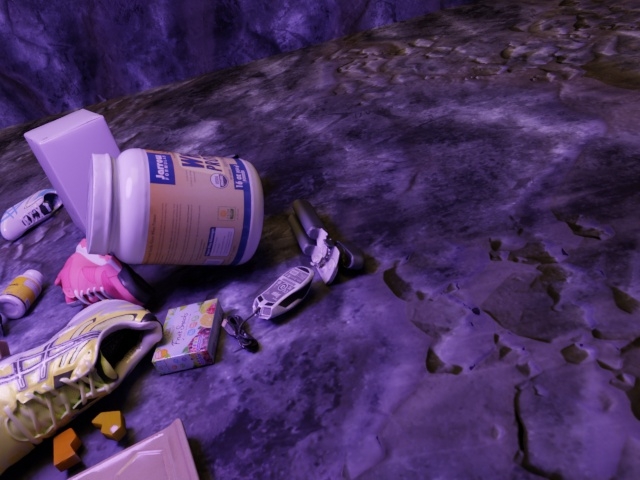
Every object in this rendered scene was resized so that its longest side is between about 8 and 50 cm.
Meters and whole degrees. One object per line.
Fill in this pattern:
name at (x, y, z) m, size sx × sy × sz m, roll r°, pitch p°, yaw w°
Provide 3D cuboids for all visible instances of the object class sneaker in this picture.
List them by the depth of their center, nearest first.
sneaker at (-0.416, 0.222, 0.882) m, size 0.147 × 0.145 × 0.384 m, roll -6°, pitch 32°, yaw 40°
sneaker at (-0.466, 0.101, 1.185) m, size 0.314 × 0.116 × 0.136 m, roll 17°, pitch 61°, yaw 46°
sneaker at (-0.864, -0.084, 1.670) m, size 0.086 × 0.085 × 0.237 m, roll -7°, pitch 33°, yaw 25°

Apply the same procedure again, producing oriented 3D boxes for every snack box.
snack box at (-0.234, 0.169, 0.998) m, size 0.100 × 0.037 × 0.141 m, roll -15°, pitch 31°, yaw 7°

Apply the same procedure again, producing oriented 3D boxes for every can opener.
can opener at (0.000, 0.000, 1.144) m, size 0.093 × 0.074 × 0.280 m, roll 9°, pitch 23°, yaw -26°

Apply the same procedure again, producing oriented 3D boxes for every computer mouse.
computer mouse at (-0.083, 0.119, 1.005) m, size 0.193 × 0.042 × 0.106 m, roll -38°, pitch 31°, yaw -21°

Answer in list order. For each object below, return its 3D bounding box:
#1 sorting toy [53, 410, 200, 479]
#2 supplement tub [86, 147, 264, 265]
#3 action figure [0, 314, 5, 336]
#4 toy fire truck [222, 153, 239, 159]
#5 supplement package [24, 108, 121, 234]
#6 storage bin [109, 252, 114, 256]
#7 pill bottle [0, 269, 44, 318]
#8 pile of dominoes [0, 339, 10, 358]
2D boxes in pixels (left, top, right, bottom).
sorting toy at (-0.275, 0.340, 0.749) m, size 0.229 × 0.041 × 0.307 m, roll -29°, pitch 32°, yaw -11°
supplement tub at (-0.295, -0.064, 1.117) m, size 0.317 × 0.228 × 0.228 m, roll 2°, pitch 22°, yaw -26°
action figure at (-0.792, 0.183, 1.101) m, size 0.276 × 0.164 × 0.140 m, roll -15°, pitch 64°, yaw -26°
toy fire truck at (-0.280, -0.091, 1.363) m, size 0.217 × 0.158 × 0.246 m, roll -15°, pitch 20°, yaw 3°
supplement package at (-0.627, -0.180, 1.505) m, size 0.175 × 0.292 × 0.178 m, roll -34°, pitch 35°, yaw -25°
storage bin at (-0.485, -0.001, 1.344) m, size 0.135 × 0.091 × 0.098 m, roll 0°, pitch 35°, yaw 27°
pill bottle at (-0.681, 0.119, 1.272) m, size 0.065 × 0.065 × 0.116 m, roll -11°, pitch 31°, yaw 10°
pile of dominoes at (-0.683, 0.237, 0.984) m, size 0.251 × 0.195 × 0.040 m, roll -20°, pitch -14°, yaw -7°
